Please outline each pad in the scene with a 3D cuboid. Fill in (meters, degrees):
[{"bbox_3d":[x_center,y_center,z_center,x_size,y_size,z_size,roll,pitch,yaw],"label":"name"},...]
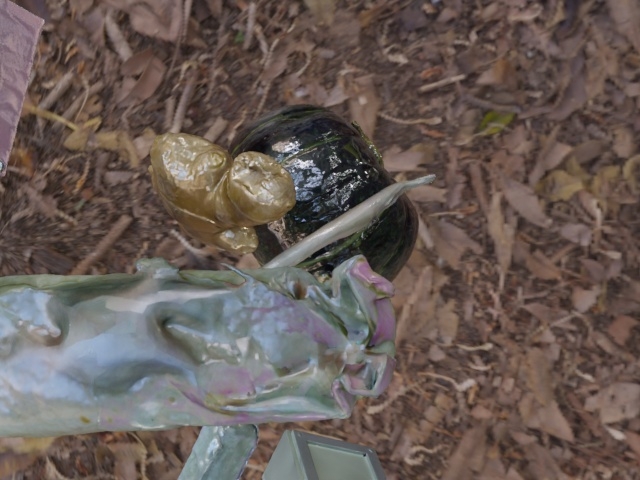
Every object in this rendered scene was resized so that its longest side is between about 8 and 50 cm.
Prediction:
[{"bbox_3d":[-0.366,-0.176,1.091,0.113,0.006,0.187,32,114,21],"label":"pad"}]

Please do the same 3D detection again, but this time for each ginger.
[{"bbox_3d":[-0.115,-0.041,1.037,0.148,0.333,0.081,25,74,-6],"label":"ginger"}]

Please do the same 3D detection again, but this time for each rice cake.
[{"bbox_3d":[-0.111,0.225,0.777,0.043,0.034,0.211,24,98,-39],"label":"rice cake"}]

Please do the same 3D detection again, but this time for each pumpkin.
[{"bbox_3d":[-0.005,-0.050,1.455,0.241,0.323,0.323,-34,101,7],"label":"pumpkin"}]

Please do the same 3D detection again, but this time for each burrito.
[{"bbox_3d":[-0.109,0.062,0.560,0.309,0.066,0.096,-6,75,9],"label":"burrito"}]

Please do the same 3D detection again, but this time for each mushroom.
[{"bbox_3d":[-0.001,-0.002,1.027,0.306,0.068,0.043,-28,118,-11],"label":"mushroom"}]

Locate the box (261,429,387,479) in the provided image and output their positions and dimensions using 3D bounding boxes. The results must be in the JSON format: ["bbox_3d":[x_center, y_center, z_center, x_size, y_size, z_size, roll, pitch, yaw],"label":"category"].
[{"bbox_3d":[0.021,0.338,1.195,0.130,0.225,0.086,18,112,-22],"label":"box"}]
